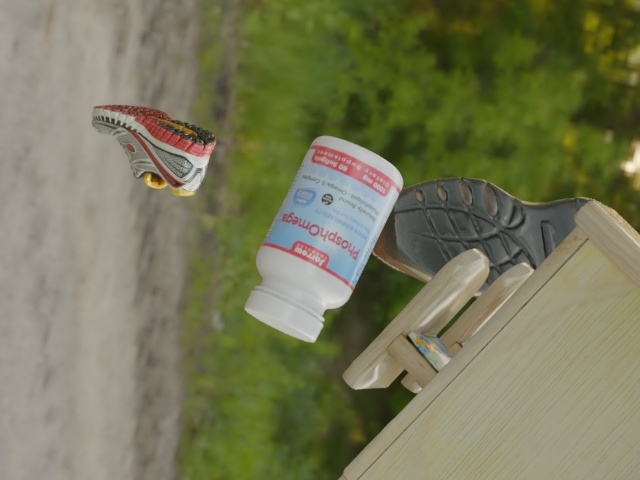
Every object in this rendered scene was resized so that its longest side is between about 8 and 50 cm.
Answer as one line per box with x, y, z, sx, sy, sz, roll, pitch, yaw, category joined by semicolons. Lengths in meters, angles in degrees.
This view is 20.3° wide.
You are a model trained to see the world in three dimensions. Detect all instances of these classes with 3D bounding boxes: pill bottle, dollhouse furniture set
0.000;0.000;1.496;0.087;0.087;0.160;68;47;-76;pill bottle
0.217;0.139;1.309;0.256;0.362;0.394;-47;159;13;dollhouse furniture set

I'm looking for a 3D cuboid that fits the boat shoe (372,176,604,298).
0.172;0.012;1.853;0.120;0.324;0.122;-18;-110;49;boat shoe

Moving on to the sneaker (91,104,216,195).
-0.227;-0.119;2.296;0.088;0.225;0.093;2;107;-40;sneaker
